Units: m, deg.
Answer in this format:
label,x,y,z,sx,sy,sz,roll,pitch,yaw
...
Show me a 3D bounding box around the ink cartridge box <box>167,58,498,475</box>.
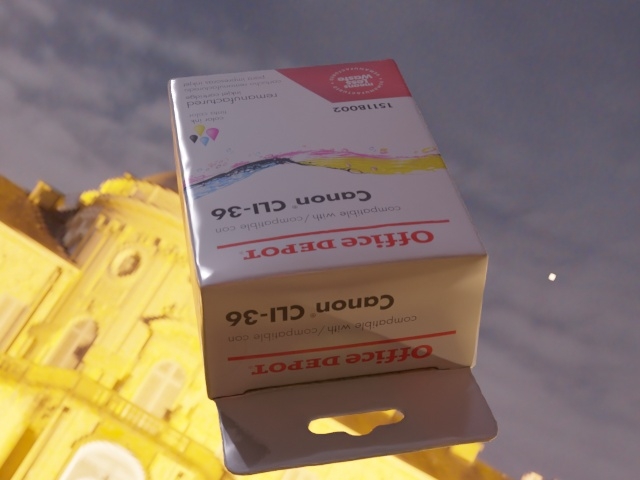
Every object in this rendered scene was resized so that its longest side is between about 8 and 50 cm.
label,x,y,z,sx,sy,sz,roll,pitch,yaw
ink cartridge box,0.000,0.000,0.449,0.115,0.198,0.067,-7,-50,-9
